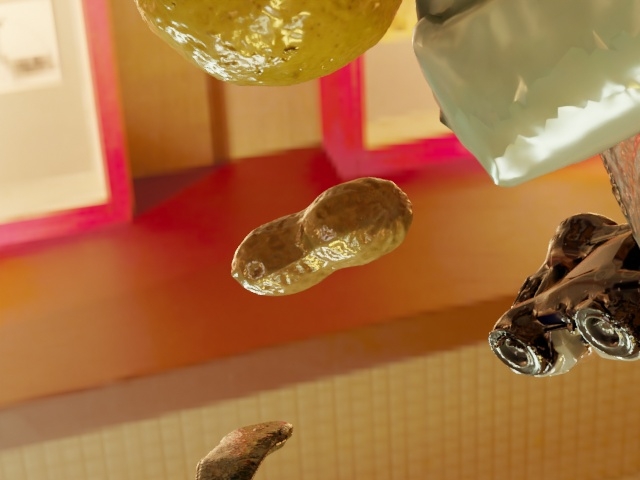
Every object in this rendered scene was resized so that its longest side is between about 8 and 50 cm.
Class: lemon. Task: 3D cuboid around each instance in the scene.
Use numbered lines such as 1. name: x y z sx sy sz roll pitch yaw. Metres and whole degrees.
1. lemon: -0.046 -0.270 1.529 0.293 0.293 0.293 -2 -148 1

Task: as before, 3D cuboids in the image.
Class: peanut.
1. peanut: -0.001 -0.001 1.669 0.193 0.089 0.089 -28 -153 18

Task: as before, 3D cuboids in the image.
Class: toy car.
1. toy car: 0.297 0.055 1.694 0.193 0.118 0.301 -46 -165 -28

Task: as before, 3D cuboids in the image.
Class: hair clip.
1. hair clip: -0.071 0.196 1.429 0.066 0.036 0.229 -4 -161 13

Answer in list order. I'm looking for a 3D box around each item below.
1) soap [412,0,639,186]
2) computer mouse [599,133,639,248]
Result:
1. soap: 0.120 -0.168 0.254 0.115 0.208 0.347 -19 172 -38
2. computer mouse: 0.304 -0.043 1.321 0.122 0.188 0.371 -15 -126 -7
